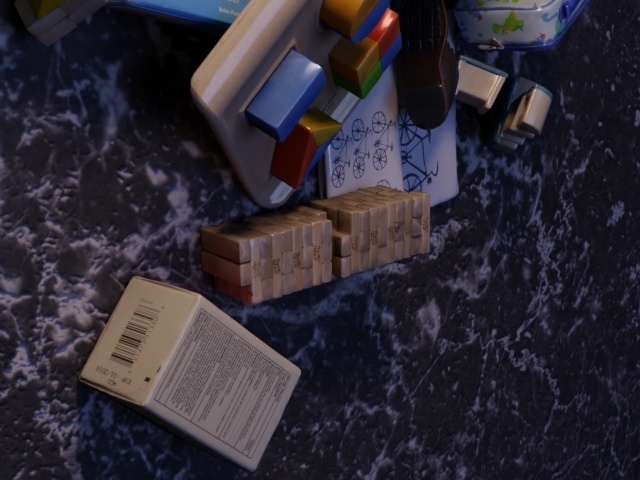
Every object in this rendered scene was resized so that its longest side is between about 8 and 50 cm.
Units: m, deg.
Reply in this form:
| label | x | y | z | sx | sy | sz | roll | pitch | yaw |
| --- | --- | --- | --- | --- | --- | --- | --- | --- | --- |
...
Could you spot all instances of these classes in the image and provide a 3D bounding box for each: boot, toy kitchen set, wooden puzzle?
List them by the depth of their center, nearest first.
| label | x | y | z | sx | sy | sz | roll | pitch | yaw |
| --- | --- | --- | --- | --- | --- | --- | --- | --- | --- |
| wooden puzzle | 0.001 | -0.212 | 1.424 | 0.322 | 0.080 | 0.348 | -54 | 160 | -10 |
| boot | 0.157 | -0.274 | 1.697 | 0.106 | 0.082 | 0.219 | -25 | 114 | -72 |
| toy kitchen set | 0.275 | -0.240 | 1.859 | 0.166 | 0.207 | 0.122 | 21 | 81 | -5 |

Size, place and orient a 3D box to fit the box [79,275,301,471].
| label | x | y | z | sx | sy | sz | roll | pitch | yaw |
| --- | --- | --- | --- | --- | --- | --- | --- | --- | --- |
| box | -0.156 | 0.167 | 1.433 | 0.232 | 0.127 | 0.148 | 44 | 66 | -46 |

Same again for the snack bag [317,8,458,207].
| label | x | y | z | sx | sy | sz | roll | pitch | yaw |
| --- | --- | --- | --- | --- | --- | --- | --- | --- | --- |
| snack bag | 0.113 | -0.164 | 1.732 | 0.342 | 0.037 | 0.323 | -22 | 116 | -45 |

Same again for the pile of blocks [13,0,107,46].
| label | x | y | z | sx | sy | sz | roll | pitch | yaw |
| --- | --- | --- | --- | --- | --- | --- | --- | --- | --- |
| pile of blocks | -0.252 | -0.352 | 1.111 | 0.149 | 0.112 | 0.362 | -10 | 149 | -38 |

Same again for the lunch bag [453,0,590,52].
| label | x | y | z | sx | sy | sz | roll | pitch | yaw |
| --- | --- | --- | --- | --- | --- | --- | --- | --- | --- |
| lunch bag | 0.317 | -0.371 | 1.792 | 0.219 | 0.176 | 0.090 | -52 | 137 | -42 |

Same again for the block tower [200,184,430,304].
| label | x | y | z | sx | sy | sz | roll | pitch | yaw |
| --- | --- | --- | --- | --- | --- | --- | --- | --- | --- |
| block tower | 0.000 | 0.000 | 1.568 | 0.335 | 0.097 | 0.091 | -14 | 112 | -37 |

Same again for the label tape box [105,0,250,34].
| label | x | y | z | sx | sy | sz | roll | pitch | yaw |
| --- | --- | --- | --- | --- | --- | --- | --- | --- | --- |
| label tape box | -0.138 | -0.420 | 1.312 | 0.249 | 0.115 | 0.347 | 3 | 96 | -51 |
